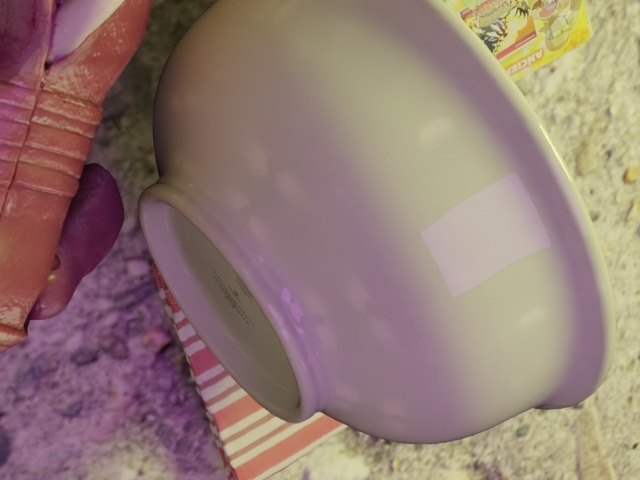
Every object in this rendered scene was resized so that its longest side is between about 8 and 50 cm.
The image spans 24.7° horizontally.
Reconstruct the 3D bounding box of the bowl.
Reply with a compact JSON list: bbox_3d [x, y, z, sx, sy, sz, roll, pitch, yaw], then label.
[{"bbox_3d":[0.000,0.000,0.755,0.134,0.298,0.298,-36,129,-19],"label":"bowl"}]

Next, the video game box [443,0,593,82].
[{"bbox_3d":[0.057,-0.159,0.874,0.205,0.048,0.187,-29,126,-14],"label":"video game box"}]

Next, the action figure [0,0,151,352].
[{"bbox_3d":[-0.139,-0.061,0.681,0.248,0.276,0.370,9,97,-41],"label":"action figure"}]

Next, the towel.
[{"bbox_3d":[-0.023,0.062,0.966,0.144,0.029,0.197,-29,128,-18],"label":"towel"}]
